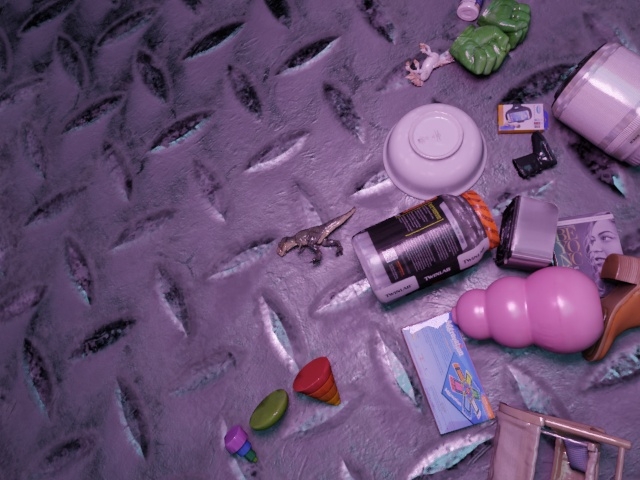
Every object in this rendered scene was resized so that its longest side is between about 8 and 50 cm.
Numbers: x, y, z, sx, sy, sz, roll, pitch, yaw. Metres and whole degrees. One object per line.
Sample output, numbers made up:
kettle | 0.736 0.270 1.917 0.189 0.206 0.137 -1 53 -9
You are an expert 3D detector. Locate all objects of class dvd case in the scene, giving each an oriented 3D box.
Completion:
dvd case | 0.699 0.040 1.208 0.165 0.018 0.221 -8 76 9

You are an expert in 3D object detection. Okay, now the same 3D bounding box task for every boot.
boot | 0.584 -0.235 1.283 0.099 0.045 0.121 -24 72 11
boot | 0.777 0.184 1.127 0.220 0.109 0.283 16 89 -2

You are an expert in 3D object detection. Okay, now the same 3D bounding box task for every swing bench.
swing bench | 0.522 0.534 1.053 0.255 0.165 0.253 11 80 14

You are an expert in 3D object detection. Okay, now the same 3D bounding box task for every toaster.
toaster | 0.517 -0.006 1.176 0.110 0.168 0.185 11 79 13

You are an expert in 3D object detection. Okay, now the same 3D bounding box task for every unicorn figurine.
unicorn figurine | 0.329 -0.535 1.387 0.162 0.111 0.060 -47 33 20

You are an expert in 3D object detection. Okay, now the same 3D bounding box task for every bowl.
bowl | 0.321 -0.270 1.295 0.298 0.134 0.297 -3 76 10

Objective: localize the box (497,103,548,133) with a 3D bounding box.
box | 0.577 -0.347 1.316 0.136 0.028 0.081 0 77 13

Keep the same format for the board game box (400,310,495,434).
board game box | 0.327 0.341 1.207 0.145 0.027 0.281 -21 74 7

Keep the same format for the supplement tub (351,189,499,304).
supplement tub | 0.268 0.012 1.201 0.338 0.207 0.207 -24 74 6

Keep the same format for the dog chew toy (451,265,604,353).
dog chew toy | 0.491 0.174 1.127 0.332 0.207 0.206 -8 75 26

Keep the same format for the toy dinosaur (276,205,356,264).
toy dinosaur | 0.000 0.000 1.336 0.268 0.064 0.118 -25 67 1

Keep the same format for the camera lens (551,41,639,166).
camera lens | 0.763 -0.349 1.180 0.219 0.219 0.274 -46 73 -1

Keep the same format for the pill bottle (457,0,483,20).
pill bottle | 0.465 -0.741 1.408 0.067 0.067 0.120 18 82 15

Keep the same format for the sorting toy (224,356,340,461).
sorting toy | -0.086 0.472 1.238 0.366 0.127 0.126 -39 103 3

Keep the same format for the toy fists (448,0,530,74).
toy fists | 0.504 -0.593 1.335 0.142 0.096 0.279 41 73 5
